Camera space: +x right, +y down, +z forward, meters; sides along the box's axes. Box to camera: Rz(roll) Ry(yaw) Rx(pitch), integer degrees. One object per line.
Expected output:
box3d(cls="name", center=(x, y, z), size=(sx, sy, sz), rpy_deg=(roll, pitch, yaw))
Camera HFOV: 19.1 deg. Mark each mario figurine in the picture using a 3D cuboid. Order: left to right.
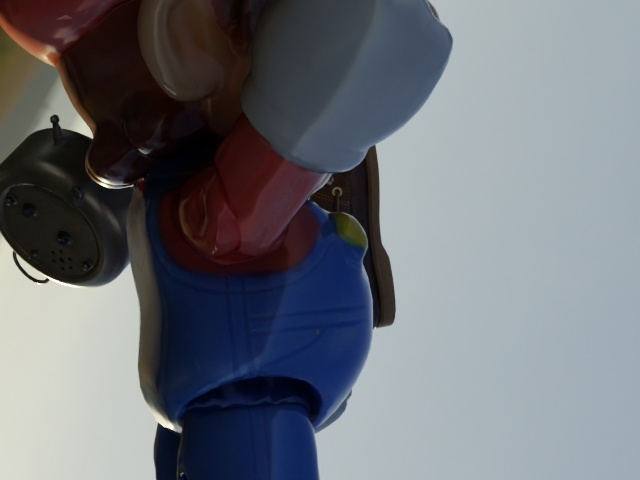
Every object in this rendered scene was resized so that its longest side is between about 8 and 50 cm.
box3d(cls="mario figurine", center=(0.000, 0.000, 0.647), size=(0.198, 0.170, 0.320), rpy_deg=(-4, -88, 43))

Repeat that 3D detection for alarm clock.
box3d(cls="alarm clock", center=(-0.210, -0.013, 1.537), size=(0.064, 0.129, 0.192), rpy_deg=(-52, -178, -37))

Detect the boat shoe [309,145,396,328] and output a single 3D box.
box3d(cls="boat shoe", center=(0.004, -0.025, 1.364), size=(0.073, 0.073, 0.207), rpy_deg=(-159, -122, -67))
